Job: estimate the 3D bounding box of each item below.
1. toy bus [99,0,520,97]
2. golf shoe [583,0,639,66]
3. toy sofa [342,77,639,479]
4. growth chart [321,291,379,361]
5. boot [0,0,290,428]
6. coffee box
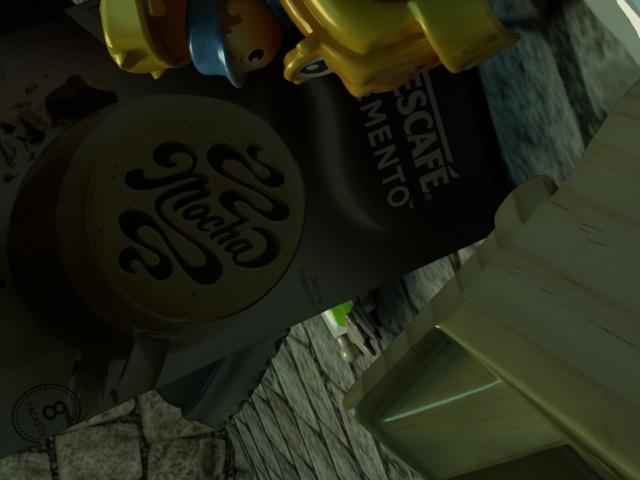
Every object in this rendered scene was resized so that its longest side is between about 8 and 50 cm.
[{"bbox_3d":[-0.050,-0.136,0.635,0.220,0.211,0.149,62,-174,2],"label":"toy bus"},{"bbox_3d":[0.062,-0.132,0.526,0.198,0.094,0.077,63,167,0],"label":"golf shoe"},{"bbox_3d":[0.167,0.084,0.462,0.150,0.177,0.362,43,177,-25],"label":"toy sofa"},{"bbox_3d":[0.000,0.000,1.217,0.172,0.021,0.237,60,168,17],"label":"growth chart"},{"bbox_3d":[-0.216,-0.059,1.046,0.367,0.445,0.146,121,169,-55],"label":"boot"},{"bbox_3d":[-0.075,-0.036,0.803,0.119,0.297,0.168,50,162,60],"label":"coffee box"}]
